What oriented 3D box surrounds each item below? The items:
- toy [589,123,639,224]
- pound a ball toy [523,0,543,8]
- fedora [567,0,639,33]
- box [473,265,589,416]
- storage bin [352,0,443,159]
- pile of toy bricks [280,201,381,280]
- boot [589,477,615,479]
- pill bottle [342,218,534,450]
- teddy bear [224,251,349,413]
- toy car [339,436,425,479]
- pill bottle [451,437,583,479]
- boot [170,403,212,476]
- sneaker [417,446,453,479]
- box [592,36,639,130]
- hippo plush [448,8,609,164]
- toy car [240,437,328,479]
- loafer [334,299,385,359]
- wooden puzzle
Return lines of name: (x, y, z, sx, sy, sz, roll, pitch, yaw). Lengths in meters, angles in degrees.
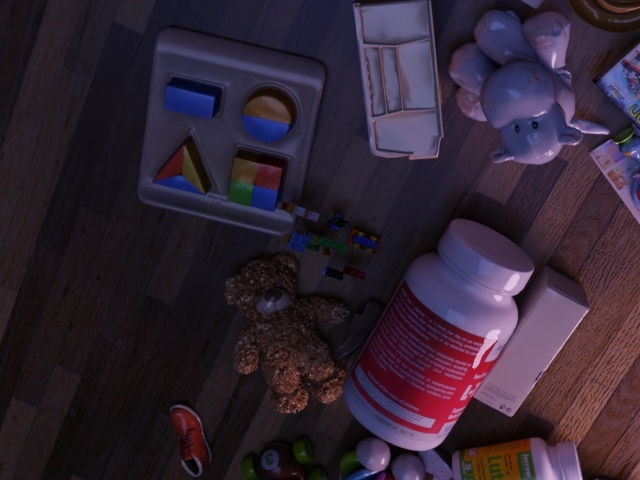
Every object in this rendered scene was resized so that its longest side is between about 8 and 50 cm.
toy: (0.610, -0.099, 1.783, 0.137, 0.056, 0.237, -34, 102, 20)
pound a ball toy: (0.336, -0.531, 1.615, 0.208, 0.136, 0.319, 33, 112, -5)
fedora: (0.509, -0.431, 1.652, 0.194, 0.079, 0.194, 2, 114, 4)
box: (0.398, 0.194, 1.900, 0.094, 0.113, 0.275, 29, 114, -4)
storage bin: (0.138, -0.293, 1.669, 0.123, 0.262, 0.260, -4, 110, 8)
pile of toy bricks: (0.000, 0.000, 1.891, 0.212, 0.105, 0.118, 20, 90, -31)
boot: (0.537, 0.588, 2.042, 0.338, 0.118, 0.223, 6, 109, -5)
pill bottle: (0.223, 0.173, 1.853, 0.229, 0.229, 0.408, 27, 113, -2)
teddy bear: (-0.065, 0.198, 1.972, 0.245, 0.113, 0.338, 0, 111, 6)
toy car: (0.118, 0.506, 2.033, 0.182, 0.136, 0.159, 26, 132, -2)
pill bottle: (0.398, 0.473, 1.992, 0.245, 0.136, 0.136, -13, 109, 13)
boot: (-0.282, 0.426, 2.107, 0.059, 0.084, 0.158, -20, 105, 17)
sneaker: (0.223, 0.446, 2.055, 0.061, 0.054, 0.152, -32, 104, 21)
box: (0.579, -0.238, 1.687, 0.207, 0.036, 0.114, 42, 112, -9)
hippo plush: (0.323, -0.220, 1.659, 0.234, 0.236, 0.294, -11, 122, 28)
toy car: (-0.086, 0.525, 2.058, 0.155, 0.188, 0.149, -21, 107, 16)
loafer: (0.073, 0.175, 1.944, 0.050, 0.148, 0.056, 40, 153, 8)
wooden puzzle: (-0.178, -0.194, 1.853, 0.322, 0.080, 0.348, 14, 112, 3)
